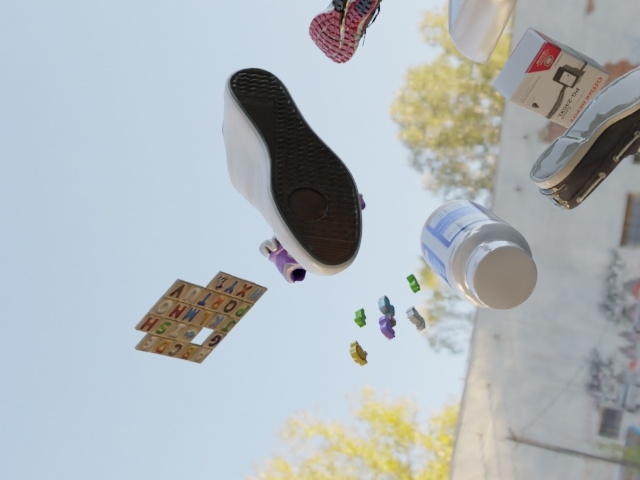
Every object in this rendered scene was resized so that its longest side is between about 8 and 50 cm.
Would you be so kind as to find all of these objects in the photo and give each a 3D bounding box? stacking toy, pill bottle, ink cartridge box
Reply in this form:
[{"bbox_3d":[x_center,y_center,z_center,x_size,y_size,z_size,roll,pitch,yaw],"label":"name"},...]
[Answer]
[{"bbox_3d":[0.141,0.165,2.247,0.052,0.167,0.221,50,-162,-20],"label":"stacking toy"},{"bbox_3d":[0.279,0.028,1.803,0.272,0.152,0.152,-123,34,-72],"label":"pill bottle"},{"bbox_3d":[0.366,-0.254,1.631,0.151,0.063,0.109,17,-66,-31],"label":"ink cartridge box"}]

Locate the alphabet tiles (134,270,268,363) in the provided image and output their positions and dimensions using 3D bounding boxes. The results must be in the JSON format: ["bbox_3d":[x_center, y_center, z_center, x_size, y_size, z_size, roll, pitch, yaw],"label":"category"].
[{"bbox_3d":[-0.219,0.134,1.834,0.198,0.009,0.237,-48,-30,10],"label":"alphabet tiles"}]

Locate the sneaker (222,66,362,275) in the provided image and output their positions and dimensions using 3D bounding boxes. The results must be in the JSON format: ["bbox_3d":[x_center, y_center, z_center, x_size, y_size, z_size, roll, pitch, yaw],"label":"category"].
[{"bbox_3d":[-0.037,-0.060,1.188,0.106,0.290,0.123,-10,-35,-22],"label":"sneaker"}]

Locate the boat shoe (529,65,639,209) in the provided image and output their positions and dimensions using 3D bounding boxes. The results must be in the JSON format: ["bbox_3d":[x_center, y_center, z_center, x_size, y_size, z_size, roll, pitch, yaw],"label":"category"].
[{"bbox_3d":[0.326,-0.118,1.157,0.206,0.075,0.065,-43,-65,-1],"label":"boat shoe"}]

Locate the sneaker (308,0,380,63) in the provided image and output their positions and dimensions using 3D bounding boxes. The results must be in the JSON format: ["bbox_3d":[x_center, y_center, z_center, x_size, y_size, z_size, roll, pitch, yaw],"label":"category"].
[{"bbox_3d":[0.073,-0.486,2.198,0.112,0.121,0.299,-47,0,-32],"label":"sneaker"}]

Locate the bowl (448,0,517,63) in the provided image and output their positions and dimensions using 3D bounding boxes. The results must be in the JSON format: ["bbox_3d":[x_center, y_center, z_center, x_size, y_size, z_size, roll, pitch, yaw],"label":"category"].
[{"bbox_3d":[0.184,-0.291,1.183,0.142,0.053,0.142,109,167,-59],"label":"bowl"}]

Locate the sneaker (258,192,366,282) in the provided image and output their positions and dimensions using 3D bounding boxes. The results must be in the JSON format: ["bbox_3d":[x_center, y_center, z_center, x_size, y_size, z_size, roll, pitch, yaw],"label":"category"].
[{"bbox_3d":[0.000,0.000,1.856,0.095,0.236,0.104,-8,-113,-55],"label":"sneaker"}]
